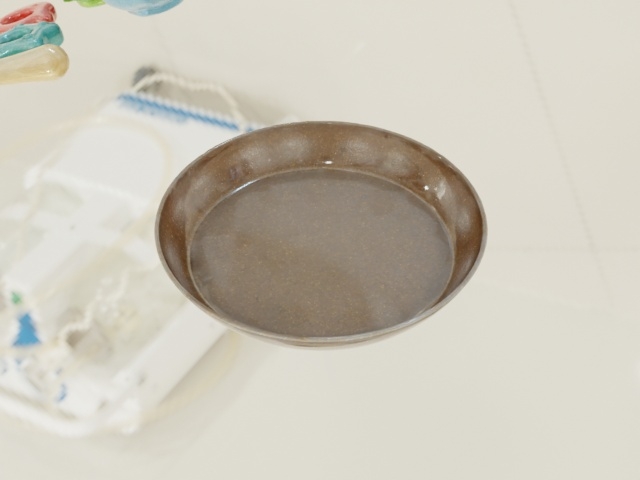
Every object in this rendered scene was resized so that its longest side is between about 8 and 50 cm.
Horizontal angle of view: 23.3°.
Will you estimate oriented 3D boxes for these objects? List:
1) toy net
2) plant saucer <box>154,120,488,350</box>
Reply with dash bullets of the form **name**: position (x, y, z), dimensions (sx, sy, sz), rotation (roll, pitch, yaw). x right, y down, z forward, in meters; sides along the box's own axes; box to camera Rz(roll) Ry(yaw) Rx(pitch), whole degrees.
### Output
- **toy net**: position (-0.161, -0.097, 0.737), dimensions (0.122, 0.232, 0.045), rotation (13, 129, 49)
- **plant saucer**: position (0.000, 0.000, 0.793), dimensions (0.168, 0.168, 0.029), rotation (22, 136, 22)
